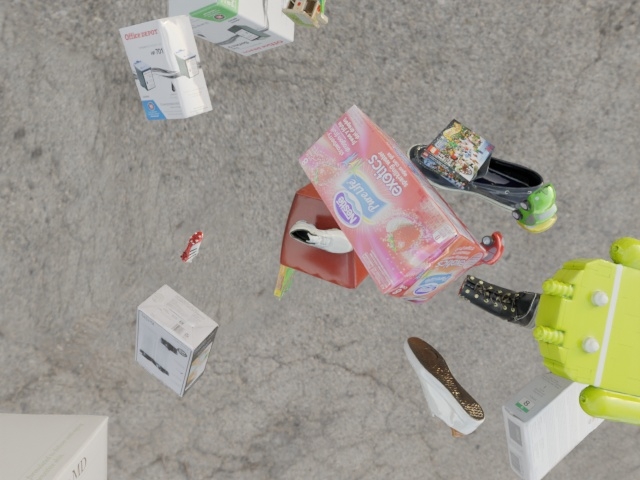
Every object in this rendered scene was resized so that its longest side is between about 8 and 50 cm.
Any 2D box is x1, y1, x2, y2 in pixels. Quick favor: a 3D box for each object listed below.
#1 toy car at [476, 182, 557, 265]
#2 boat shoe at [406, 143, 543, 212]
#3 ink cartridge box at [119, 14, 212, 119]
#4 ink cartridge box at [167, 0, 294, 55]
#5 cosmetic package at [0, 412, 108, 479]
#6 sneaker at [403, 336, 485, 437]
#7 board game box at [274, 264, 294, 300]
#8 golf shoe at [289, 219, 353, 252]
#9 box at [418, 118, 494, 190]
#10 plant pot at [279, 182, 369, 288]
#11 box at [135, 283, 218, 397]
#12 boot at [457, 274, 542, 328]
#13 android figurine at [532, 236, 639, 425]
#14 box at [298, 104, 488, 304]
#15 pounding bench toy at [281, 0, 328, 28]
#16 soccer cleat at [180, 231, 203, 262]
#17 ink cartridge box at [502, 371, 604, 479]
[{"bbox_3d":[0.394,-0.033,0.897,0.239,0.053,0.225,-31,161,-8],"label":"toy car"},{"bbox_3d":[0.553,-0.252,1.677,0.501,0.186,0.156,23,151,9],"label":"boat shoe"},{"bbox_3d":[-0.323,-0.358,0.981,0.082,0.140,0.190,-39,127,-44],"label":"ink cartridge box"},{"bbox_3d":[-0.240,-0.632,1.298,0.289,0.211,0.121,-1,93,-52],"label":"ink cartridge box"},{"bbox_3d":[-0.328,0.389,0.473,0.155,0.197,0.365,4,97,-3],"label":"cosmetic package"},{"bbox_3d":[0.304,0.400,1.270,0.106,0.290,0.123,-1,131,-36],"label":"sneaker"},{"bbox_3d":[-0.122,0.098,1.788,0.039,0.124,0.259,18,117,12],"label":"board game box"},{"bbox_3d":[0.000,0.000,1.230,0.176,0.086,0.069,14,107,15],"label":"golf shoe"},{"bbox_3d":[0.416,-0.266,1.415,0.159,0.233,0.044,38,140,8],"label":"box"},{"bbox_3d":[0.050,-0.052,1.394,0.267,0.267,0.235,-39,136,-45],"label":"plant pot"},{"bbox_3d":[-0.362,0.255,1.147,0.169,0.087,0.289,35,137,8],"label":"box"},{"bbox_3d":[0.444,0.146,1.162,0.179,0.236,0.085,25,82,13],"label":"boot"},{"bbox_3d":[0.410,0.120,0.637,0.273,0.056,0.248,16,86,-14],"label":"android figurine"},{"bbox_3d":[0.111,-0.059,0.770,0.142,0.299,0.154,-42,148,18],"label":"box"},{"bbox_3d":[-0.012,-0.414,0.814,0.052,0.083,0.065,12,101,-57],"label":"pounding bench toy"},{"bbox_3d":[-0.302,0.016,1.114,0.083,0.029,0.036,-61,152,-3],"label":"soccer cleat"},{"bbox_3d":[0.406,0.280,0.782,0.225,0.056,0.180,-32,123,-19],"label":"ink cartridge box"}]
